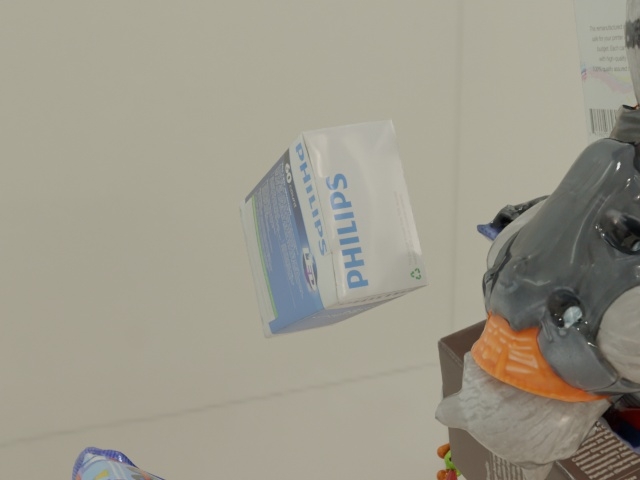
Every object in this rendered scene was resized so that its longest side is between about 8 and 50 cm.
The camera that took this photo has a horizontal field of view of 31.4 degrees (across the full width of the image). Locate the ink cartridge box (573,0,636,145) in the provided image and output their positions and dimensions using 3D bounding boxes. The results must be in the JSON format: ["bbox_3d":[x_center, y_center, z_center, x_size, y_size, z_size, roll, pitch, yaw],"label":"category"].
[{"bbox_3d":[0.408,-0.202,1.316,0.131,0.306,0.226,-11,12,-16],"label":"ink cartridge box"}]

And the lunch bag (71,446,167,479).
[{"bbox_3d":[-0.049,0.245,0.369,0.138,0.293,0.221,18,-3,-17],"label":"lunch bag"}]

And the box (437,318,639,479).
[{"bbox_3d":[0.273,0.244,1.144,0.143,0.191,0.381,-22,35,-17],"label":"box"}]

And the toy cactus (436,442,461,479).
[{"bbox_3d":[0.250,0.298,1.801,0.112,0.181,0.219,-3,3,40],"label":"toy cactus"}]

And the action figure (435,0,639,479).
[{"bbox_3d":[0.153,-0.034,0.609,0.178,0.330,0.341,26,-1,-26],"label":"action figure"}]

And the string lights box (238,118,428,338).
[{"bbox_3d":[0.000,0.000,0.959,0.076,0.133,0.259,-10,-7,-17],"label":"string lights box"}]
